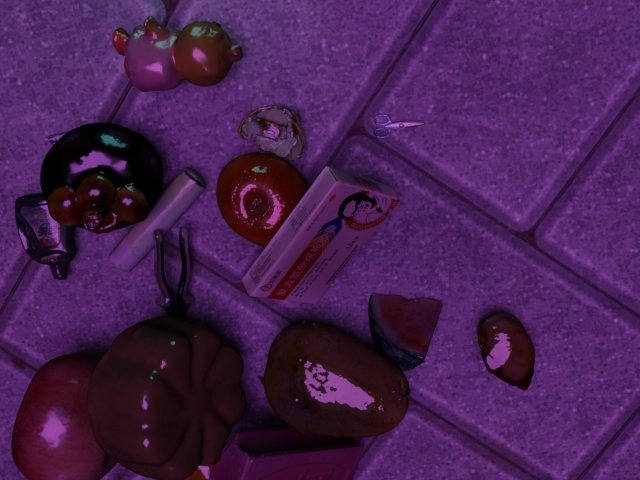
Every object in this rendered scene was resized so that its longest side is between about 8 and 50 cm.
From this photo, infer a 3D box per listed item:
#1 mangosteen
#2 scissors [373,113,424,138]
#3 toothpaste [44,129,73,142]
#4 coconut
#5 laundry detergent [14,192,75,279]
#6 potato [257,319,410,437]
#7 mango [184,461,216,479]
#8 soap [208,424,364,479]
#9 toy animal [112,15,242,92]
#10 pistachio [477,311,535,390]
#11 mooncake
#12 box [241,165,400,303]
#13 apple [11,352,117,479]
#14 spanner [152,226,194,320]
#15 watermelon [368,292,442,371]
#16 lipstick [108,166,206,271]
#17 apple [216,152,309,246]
[{"bbox_3d":[-0.496,-0.123,1.632,0.275,0.302,0.275,-4,129,-5],"label":"mangosteen"},{"bbox_3d":[0.185,-0.271,1.696,0.119,0.014,0.058,-1,108,7],"label":"scissors"},{"bbox_3d":[-0.631,-0.252,1.755,0.083,0.019,0.027,-9,79,5],"label":"toothpaste"},{"bbox_3d":[-0.103,-0.257,1.698,0.158,0.055,0.133,39,102,-7],"label":"coconut"},{"bbox_3d":[-0.678,-0.005,1.790,0.144,0.078,0.221,-2,106,6],"label":"laundry detergent"},{"bbox_3d":[0.031,0.354,1.731,0.359,0.219,0.269,25,113,11],"label":"potato"},{"bbox_3d":[-0.318,0.584,1.885,0.253,0.113,0.138,25,102,-1],"label":"mango"},{"bbox_3d":[-0.089,0.571,1.764,0.359,0.128,0.233,7,109,-39],"label":"soap"},{"bbox_3d":[-0.315,-0.418,1.621,0.281,0.169,0.195,-9,145,1],"label":"toy animal"},{"bbox_3d":[0.455,0.274,1.758,0.165,0.130,0.210,-38,100,-29],"label":"pistachio"},{"bbox_3d":[-0.343,0.370,1.697,0.201,0.378,0.378,7,107,37],"label":"mooncake"},{"bbox_3d":[0.000,0.000,1.651,0.214,0.069,0.353,12,124,-44],"label":"box"},{"bbox_3d":[-0.594,0.452,1.773,0.269,0.345,0.344,19,104,-8],"label":"apple"},{"bbox_3d":[-0.365,0.119,1.792,0.096,0.040,0.324,-9,116,-21],"label":"spanner"},{"bbox_3d":[0.203,0.211,1.744,0.136,0.207,0.202,33,87,-31],"label":"watermelon"},{"bbox_3d":[-0.396,-0.050,1.759,0.076,0.076,0.304,41,103,-6],"label":"lipstick"},{"bbox_3d":[-0.134,-0.093,1.679,0.235,0.173,0.210,22,104,0],"label":"apple"}]
